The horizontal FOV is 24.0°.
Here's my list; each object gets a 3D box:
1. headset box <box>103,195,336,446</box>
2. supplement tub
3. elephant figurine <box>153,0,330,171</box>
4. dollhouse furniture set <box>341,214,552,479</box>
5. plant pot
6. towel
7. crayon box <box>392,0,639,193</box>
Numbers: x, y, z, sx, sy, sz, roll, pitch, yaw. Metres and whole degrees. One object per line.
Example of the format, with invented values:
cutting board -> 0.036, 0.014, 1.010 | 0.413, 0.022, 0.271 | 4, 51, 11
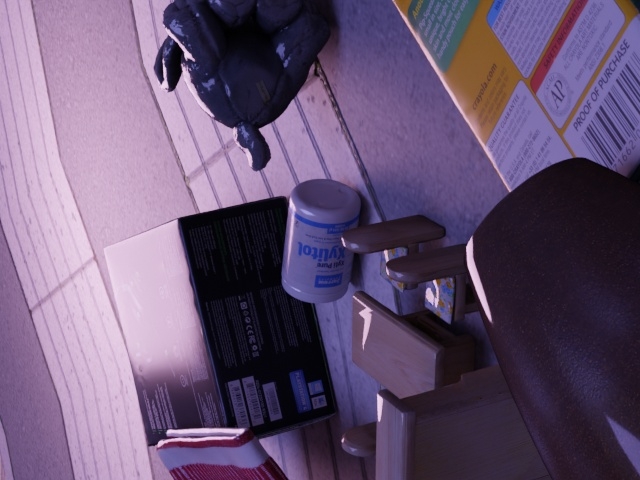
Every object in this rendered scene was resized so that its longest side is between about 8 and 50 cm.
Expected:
headset box -> -0.124, 0.099, 1.691 | 0.283, 0.131, 0.246 | -18, 85, 63
supplement tub -> 0.000, 0.000, 1.481 | 0.071, 0.071, 0.107 | 47, 140, 46
elephant figurine -> -0.093, -0.212, 1.522 | 0.169, 0.186, 0.239 | 41, 178, -24
dollhouse furniture set -> 0.074, 0.125, 1.288 | 0.242, 0.161, 0.212 | 34, 130, 54
plant pot -> 0.198, 0.066, 0.929 | 0.230, 0.215, 0.215 | 51, 144, 25
towel -> -0.033, 0.331, 1.569 | 0.329, 0.037, 0.237 | 55, 154, -10
crayon box -> 0.166, -0.162, 1.084 | 0.323, 0.083, 0.203 | 62, 149, 28
